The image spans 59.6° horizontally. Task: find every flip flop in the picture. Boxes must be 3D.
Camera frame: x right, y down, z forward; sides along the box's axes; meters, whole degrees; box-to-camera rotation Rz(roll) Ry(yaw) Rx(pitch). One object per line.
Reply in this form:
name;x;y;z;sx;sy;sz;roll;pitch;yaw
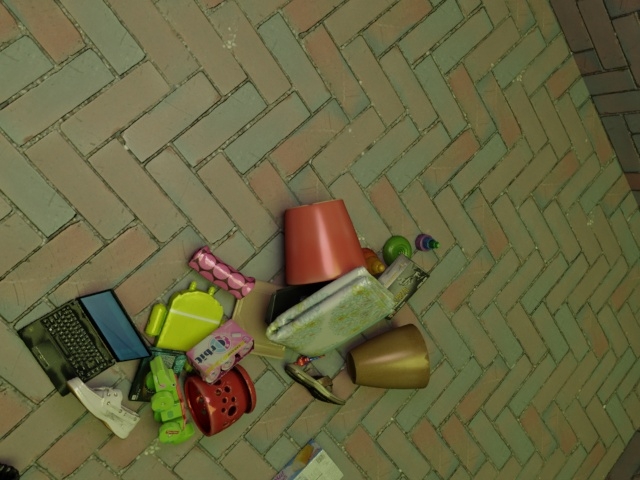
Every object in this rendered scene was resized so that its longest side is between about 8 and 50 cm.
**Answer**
flip flop;-0.008;0.497;1.957;0.277;0.112;0.080;41;61;-20

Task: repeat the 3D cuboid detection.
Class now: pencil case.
pencil case;-0.305;0.097;1.734;0.209;0.098;0.095;38;122;-17

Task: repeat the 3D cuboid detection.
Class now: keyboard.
keyboard;-0.066;0.223;1.866;0.317;0.033;0.202;-10;118;-48

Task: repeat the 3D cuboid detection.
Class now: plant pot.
plant pot;0.231;0.439;2.024;0.254;0.237;0.237;-8;100;-13
plant pot;0.000;0.000;1.822;0.274;0.275;0.243;-12;93;-27
plant pot;-0.308;0.484;1.739;0.174;0.191;0.191;-18;104;-36

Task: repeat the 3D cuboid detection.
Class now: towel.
towel;0.042;0.240;1.799;0.374;0.090;0.320;-33;148;8

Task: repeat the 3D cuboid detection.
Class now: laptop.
laptop;-0.650;0.287;1.553;0.264;0.136;0.234;-32;109;-22

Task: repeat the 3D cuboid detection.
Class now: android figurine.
android figurine;-0.406;0.263;1.729;0.248;0.056;0.273;18;90;-28

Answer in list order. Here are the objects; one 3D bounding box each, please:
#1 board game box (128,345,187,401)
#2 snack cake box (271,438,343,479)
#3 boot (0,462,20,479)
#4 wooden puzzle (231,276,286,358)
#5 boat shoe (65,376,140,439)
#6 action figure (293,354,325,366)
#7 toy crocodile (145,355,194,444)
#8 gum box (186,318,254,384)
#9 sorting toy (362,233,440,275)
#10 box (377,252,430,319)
board game box;-0.488;0.407;1.680;0.126;0.026;0.186;15;110;-29
snack cake box;-0.066;0.858;1.964;0.264;0.089;0.152;-41;114;-19
boot;-0.840;0.741;1.501;0.347;0.131;0.260;20;86;-28
wooden puzzle;-0.192;0.259;1.859;0.220;0.044;0.239;18;82;-29
boat shoe;-0.614;0.459;1.599;0.096;0.098;0.277;-45;135;-22
action figure;-0.041;0.414;1.963;0.115;0.030;0.038;-19;99;-21
toy crocodile;-0.445;0.482;1.653;0.105;0.115;0.341;-13;123;-19
gum box;-0.305;0.338;1.693;0.188;0.107;0.062;-37;149;-33
sorting toy;0.294;0.057;2.052;0.365;0.126;0.127;-18;104;-25
box;0.270;0.170;2.010;0.231;0.056;0.183;-49;143;7
